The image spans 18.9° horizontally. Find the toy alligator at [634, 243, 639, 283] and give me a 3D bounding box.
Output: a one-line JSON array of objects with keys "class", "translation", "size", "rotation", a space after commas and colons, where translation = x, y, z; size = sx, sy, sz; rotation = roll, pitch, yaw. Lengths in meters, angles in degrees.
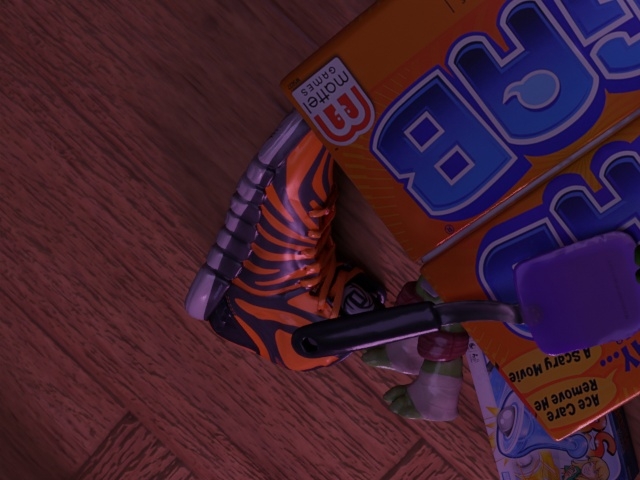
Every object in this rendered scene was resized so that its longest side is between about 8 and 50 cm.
[{"class": "toy alligator", "translation": [0.263, 0.058, 1.361], "size": [0.051, 0.056, 0.190], "rotation": [-16, 105, 31]}]

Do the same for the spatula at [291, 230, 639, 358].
[{"class": "spatula", "translation": [0.106, 0.058, 1.455], "size": [0.296, 0.030, 0.084], "rotation": [-11, 109, 30]}]

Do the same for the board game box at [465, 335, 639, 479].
[{"class": "board game box", "translation": [0.220, 0.146, 1.861], "size": [0.136, 0.035, 0.201], "rotation": [-8, 107, 30]}]

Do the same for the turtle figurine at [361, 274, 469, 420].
[{"class": "turtle figurine", "translation": [0.079, 0.017, 1.747], "size": [0.198, 0.274, 0.266], "rotation": [31, 119, 34]}]

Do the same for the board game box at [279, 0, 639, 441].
[{"class": "board game box", "translation": [0.264, -0.132, 1.524], "size": [0.356, 0.356, 0.356], "rotation": [-37, 92, 34]}]

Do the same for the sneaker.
[{"class": "sneaker", "translation": [0.000, 0.000, 1.873], "size": [0.180, 0.124, 0.321], "rotation": [32, 133, 6]}]
